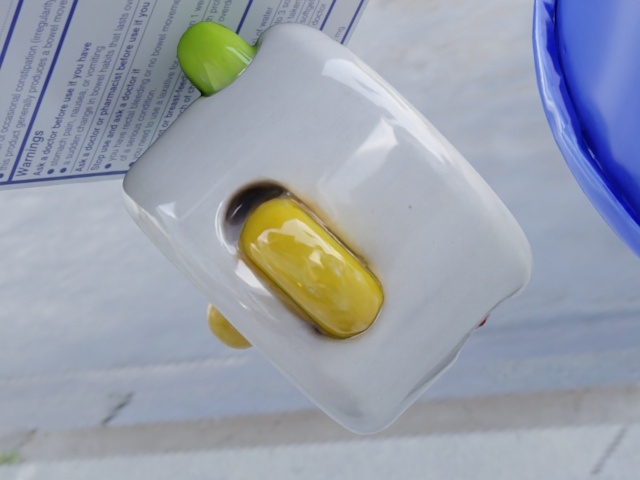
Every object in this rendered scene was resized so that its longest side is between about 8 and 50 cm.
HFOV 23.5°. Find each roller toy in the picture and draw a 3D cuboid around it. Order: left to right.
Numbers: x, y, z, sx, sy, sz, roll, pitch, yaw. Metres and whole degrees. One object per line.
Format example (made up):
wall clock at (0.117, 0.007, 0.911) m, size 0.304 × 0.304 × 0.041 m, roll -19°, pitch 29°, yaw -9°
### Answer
roller toy at (0.000, 0.000, 0.789) m, size 0.146 × 0.191 × 0.209 m, roll -46°, pitch 46°, yaw -2°

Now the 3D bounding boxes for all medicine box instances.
medicine box at (-0.110, -0.174, 0.821) m, size 0.289 × 0.263 × 0.149 m, roll -7°, pitch 48°, yaw -40°

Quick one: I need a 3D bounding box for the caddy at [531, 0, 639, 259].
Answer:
caddy at (0.212, -0.043, 0.348) m, size 0.341 × 0.179 × 0.241 m, roll 38°, pitch 59°, yaw 26°
